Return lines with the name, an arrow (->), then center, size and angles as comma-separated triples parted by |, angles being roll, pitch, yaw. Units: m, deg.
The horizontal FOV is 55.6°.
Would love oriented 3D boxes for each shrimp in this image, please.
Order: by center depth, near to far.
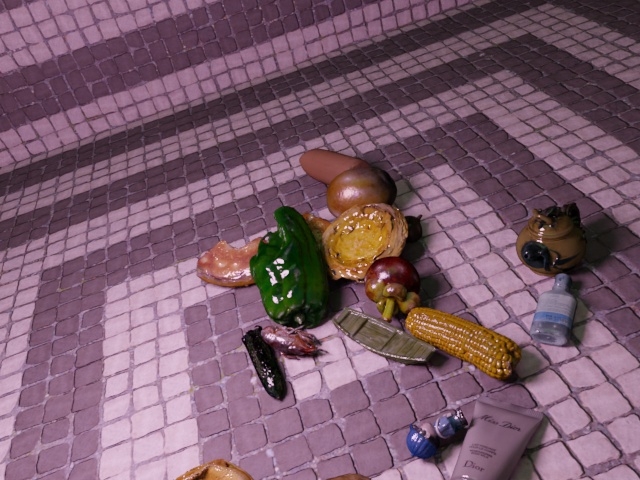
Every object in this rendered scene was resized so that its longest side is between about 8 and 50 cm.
shrimp -> -0.065, 0.265, 1.580 | 0.190, 0.074, 0.073 | 11, 36, 17

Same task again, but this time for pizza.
pizza -> -0.238, 0.073, 1.885 | 0.306, 0.085, 0.161 | -9, 54, 7
pizza -> -0.008, -0.004, 1.909 | 0.204, 0.080, 0.188 | -18, 59, -17

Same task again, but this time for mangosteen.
mangosteen -> 0.187, 0.122, 1.587 | 0.156, 0.145, 0.181 | 1, 22, 16

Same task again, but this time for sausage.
sausage -> 0.048, -0.254, 2.154 | 0.123, 0.123, 0.253 | -39, 43, -26

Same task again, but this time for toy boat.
toy boat -> 0.158, 0.250, 1.529 | 0.293, 0.055, 0.093 | 20, 50, 39

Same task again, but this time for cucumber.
cucumber -> -0.147, 0.309, 1.567 | 0.067, 0.067, 0.245 | -24, 36, -9

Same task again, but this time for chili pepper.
chili pepper -> -0.097, 0.066, 1.704 | 0.213, 0.167, 0.385 | -13, 50, -4

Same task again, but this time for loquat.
loquat -> 0.132, -0.143, 1.932 | 0.228, 0.179, 0.179 | -10, 38, 3

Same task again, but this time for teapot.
teapot -> 0.606, -0.018, 1.583 | 0.269, 0.182, 0.173 | -39, 41, -27
teapot -> 0.262, -0.039, 1.839 | 0.121, 0.068, 0.076 | -28, 39, -14

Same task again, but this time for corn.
corn -> 0.332, 0.230, 1.448 | 0.102, 0.102, 0.313 | -39, 42, -26

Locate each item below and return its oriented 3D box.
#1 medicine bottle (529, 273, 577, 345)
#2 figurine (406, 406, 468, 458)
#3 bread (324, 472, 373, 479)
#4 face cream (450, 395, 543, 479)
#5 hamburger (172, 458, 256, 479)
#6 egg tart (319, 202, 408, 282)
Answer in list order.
medicine bottle -> 0.572, 0.164, 1.473 | 0.090, 0.053, 0.208 | 6, 41, 30
figurine -> 0.246, 0.409, 1.277 | 0.136, 0.077, 0.079 | -20, 58, 9
bread -> 0.051, 0.556, 1.132 | 0.230, 0.123, 0.230 | -7, 36, 5
face cream -> 0.334, 0.437, 1.213 | 0.143, 0.089, 0.314 | 7, 33, 33
hamburger -> -0.214, 0.545, 1.205 | 0.214, 0.108, 0.213 | 3, 73, -8
egg tart -> 0.131, 0.020, 1.777 | 0.291, 0.107, 0.290 | -15, 49, 18
